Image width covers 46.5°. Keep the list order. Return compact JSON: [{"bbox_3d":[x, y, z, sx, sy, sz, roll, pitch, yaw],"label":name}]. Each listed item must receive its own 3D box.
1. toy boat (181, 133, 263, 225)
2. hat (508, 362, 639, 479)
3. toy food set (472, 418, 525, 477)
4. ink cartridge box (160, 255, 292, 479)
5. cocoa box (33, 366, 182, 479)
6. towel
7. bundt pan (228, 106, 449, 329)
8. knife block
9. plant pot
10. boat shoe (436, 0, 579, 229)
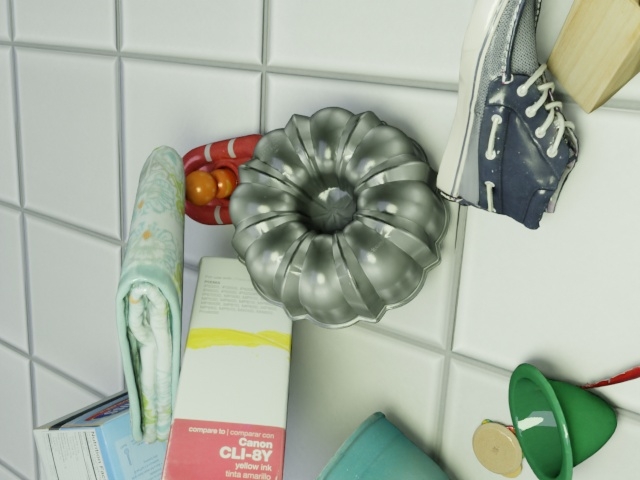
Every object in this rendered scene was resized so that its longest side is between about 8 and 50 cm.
[{"bbox_3d":[-0.177,-0.097,1.287,0.231,0.151,0.151,-5,97,40],"label":"toy boat"},{"bbox_3d":[0.378,0.232,1.000,0.208,0.183,0.173,137,121,-81],"label":"hat"},{"bbox_3d":[0.265,0.309,1.110,0.083,0.020,0.083,21,113,34],"label":"toy food set"},{"bbox_3d":[-0.130,0.254,1.143,0.160,0.385,0.279,4,138,-3],"label":"ink cartridge box"},{"bbox_3d":[-0.294,0.385,1.369,0.227,0.347,0.232,-15,91,40],"label":"cocoa box"},{"bbox_3d":[-0.261,0.091,1.171,0.321,0.090,0.375,-101,17,-49],"label":"towel"},{"bbox_3d":[0.015,-0.044,1.057,0.330,0.124,0.331,-3,77,12],"label":"bundt pan"},{"bbox_3d":[0.324,-0.254,0.784,0.276,0.242,0.088,-47,70,36],"label":"knife block"},{"bbox_3d":[0.114,0.446,1.120,0.255,0.271,0.272,34,120,20],"label":"plant pot"},{"bbox_3d":[0.257,-0.171,0.920,0.158,0.127,0.341,28,137,25],"label":"boat shoe"}]
